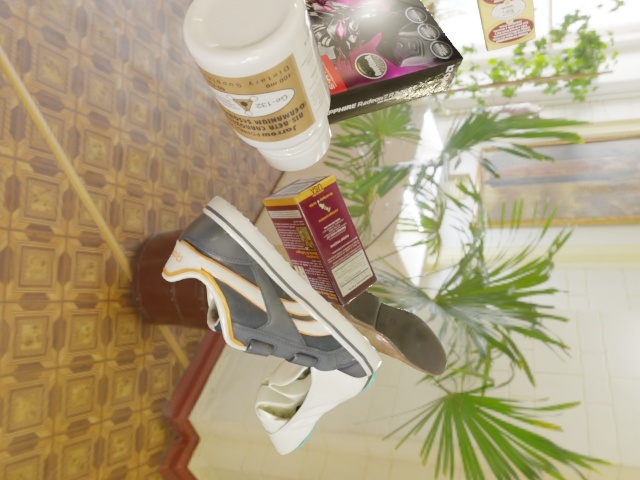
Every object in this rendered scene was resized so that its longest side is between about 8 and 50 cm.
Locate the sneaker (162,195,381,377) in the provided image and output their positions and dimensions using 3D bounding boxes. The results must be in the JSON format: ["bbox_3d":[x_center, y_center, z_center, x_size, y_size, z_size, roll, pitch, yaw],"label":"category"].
[{"bbox_3d":[-0.061,0.096,0.707,0.321,0.126,0.127,45,79,-19],"label":"sneaker"}]

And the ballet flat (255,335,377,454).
[{"bbox_3d":[-0.044,0.273,0.988,0.400,0.139,0.139,-53,-168,45],"label":"ballet flat"}]

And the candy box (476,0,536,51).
[{"bbox_3d":[0.265,-0.477,0.836,0.316,0.088,0.182,52,35,-53],"label":"candy box"}]

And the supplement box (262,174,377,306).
[{"bbox_3d":[0.000,0.000,0.863,0.081,0.104,0.188,-33,109,-28],"label":"supplement box"}]

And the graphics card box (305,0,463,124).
[{"bbox_3d":[0.042,-0.339,0.996,0.232,0.371,0.094,63,-20,22],"label":"graphics card box"}]

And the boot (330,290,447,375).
[{"bbox_3d":[0.153,0.218,1.258,0.305,0.115,0.112,34,51,-9],"label":"boot"}]

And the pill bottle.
[{"bbox_3d":[-0.058,-0.183,0.647,0.229,0.131,0.131,64,31,-63],"label":"pill bottle"}]
